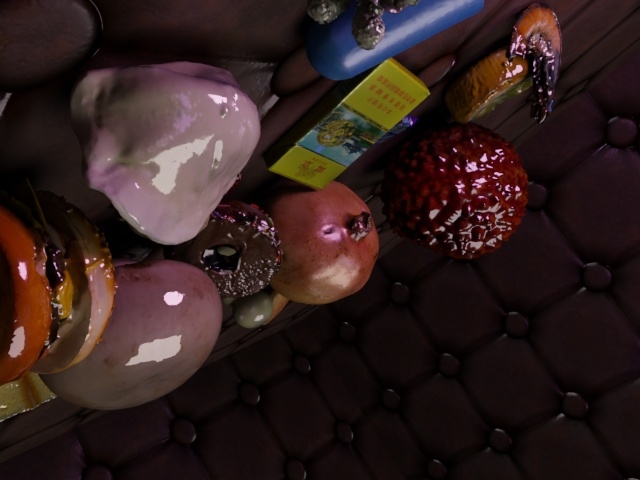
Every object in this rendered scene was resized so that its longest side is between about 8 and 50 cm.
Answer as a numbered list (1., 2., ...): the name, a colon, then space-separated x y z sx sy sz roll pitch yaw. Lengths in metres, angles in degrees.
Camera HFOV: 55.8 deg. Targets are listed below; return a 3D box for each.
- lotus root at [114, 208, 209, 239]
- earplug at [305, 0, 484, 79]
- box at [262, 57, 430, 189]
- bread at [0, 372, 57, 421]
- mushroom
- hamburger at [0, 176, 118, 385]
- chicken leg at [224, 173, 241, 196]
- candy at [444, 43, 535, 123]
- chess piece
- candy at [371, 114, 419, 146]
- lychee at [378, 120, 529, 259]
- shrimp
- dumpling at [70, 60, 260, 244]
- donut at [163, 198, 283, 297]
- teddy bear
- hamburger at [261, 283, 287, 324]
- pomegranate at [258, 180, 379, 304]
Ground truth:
1. lotus root: -0.295 -0.041 1.133 0.183 0.077 0.090 1 143 -43
2. earplug: 0.101 -0.346 0.938 0.272 0.132 0.132 -31 168 1
3. box: 0.053 -0.243 1.276 0.335 0.047 0.187 -39 150 25
4. bread: -0.700 0.257 1.320 0.236 0.199 0.263 1 -167 42
5. mushroom: -0.377 0.158 1.187 0.362 0.295 0.362 -25 155 -13
6. hamburger: -0.424 0.058 0.819 0.291 0.291 0.225 -39 170 23
7. chicken leg: -0.191 -0.137 1.167 0.093 0.053 0.205 -57 175 -2
8. candy: 0.452 -0.411 1.609 0.259 0.118 0.260 -31 170 -6
9. chess piece: -0.214 0.110 1.576 0.144 0.251 0.144 -32 167 -8
10. candy: 0.141 -0.282 1.417 0.145 0.070 0.275 -30 166 17
11. lychee: 0.415 -0.146 1.798 0.499 0.425 0.425 -6 158 -21
12. shrimp: 0.514 -0.420 1.460 0.222 0.291 0.054 -20 -158 -41
13. dumpling: -0.182 -0.116 0.835 0.187 0.243 0.318 -6 171 31
14. donut: -0.211 0.017 1.316 0.269 0.103 0.270 -4 131 -5
15. teddy bear: 0.086 -0.369 0.817 0.213 0.133 0.111 -54 -179 24
16. hamburger: -0.184 0.123 1.810 0.245 0.211 0.260 -49 168 29
17. pomegranate: 0.000 0.000 1.504 0.338 0.338 0.338 -32 168 -8
